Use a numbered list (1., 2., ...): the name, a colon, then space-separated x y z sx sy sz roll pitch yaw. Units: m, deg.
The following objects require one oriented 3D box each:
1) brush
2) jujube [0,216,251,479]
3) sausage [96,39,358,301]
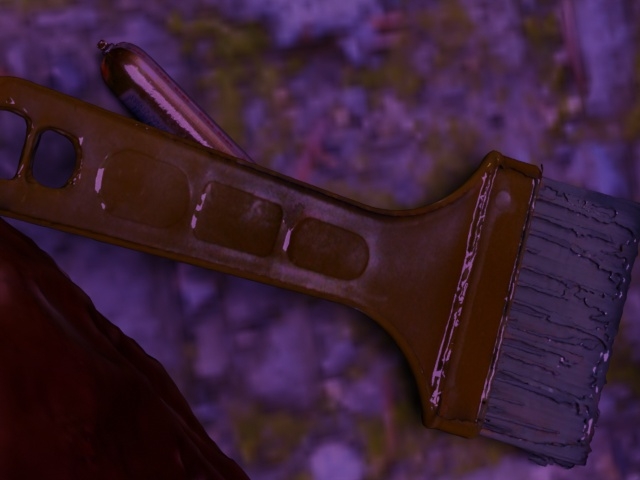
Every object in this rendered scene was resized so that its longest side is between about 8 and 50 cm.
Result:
1. brush: 0.000 0.000 0.505 0.218 0.010 0.083 19 79 -31
2. jujube: -0.099 0.086 0.408 0.255 0.190 0.190 36 75 -34
3. sausage: -0.024 -0.018 0.513 0.100 0.015 0.015 45 73 -14
